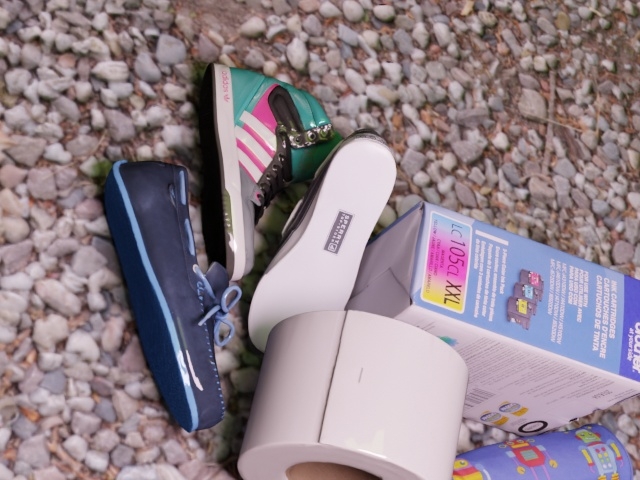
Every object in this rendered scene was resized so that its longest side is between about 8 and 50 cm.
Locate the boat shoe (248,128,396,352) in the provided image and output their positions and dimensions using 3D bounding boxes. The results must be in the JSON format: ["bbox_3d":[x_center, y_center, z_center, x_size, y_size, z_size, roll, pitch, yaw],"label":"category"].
[{"bbox_3d":[0.000,0.000,1.839,0.108,0.301,0.102,22,15,-8],"label":"boat shoe"}]

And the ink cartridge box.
[{"bbox_3d":[0.228,0.118,1.864,0.395,0.270,0.151,21,62,-18],"label":"ink cartridge box"}]

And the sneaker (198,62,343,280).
[{"bbox_3d":[-0.057,-0.083,1.898,0.178,0.124,0.295,4,65,-17],"label":"sneaker"}]

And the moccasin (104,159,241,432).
[{"bbox_3d":[-0.156,0.051,1.765,0.117,0.138,0.342,-10,74,-24],"label":"moccasin"}]

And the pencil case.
[{"bbox_3d":[0.245,0.316,1.876,0.306,0.133,0.119,-8,30,-31],"label":"pencil case"}]

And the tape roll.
[{"bbox_3d":[0.040,0.210,1.738,0.246,0.246,0.169,24,58,-17],"label":"tape roll"}]
